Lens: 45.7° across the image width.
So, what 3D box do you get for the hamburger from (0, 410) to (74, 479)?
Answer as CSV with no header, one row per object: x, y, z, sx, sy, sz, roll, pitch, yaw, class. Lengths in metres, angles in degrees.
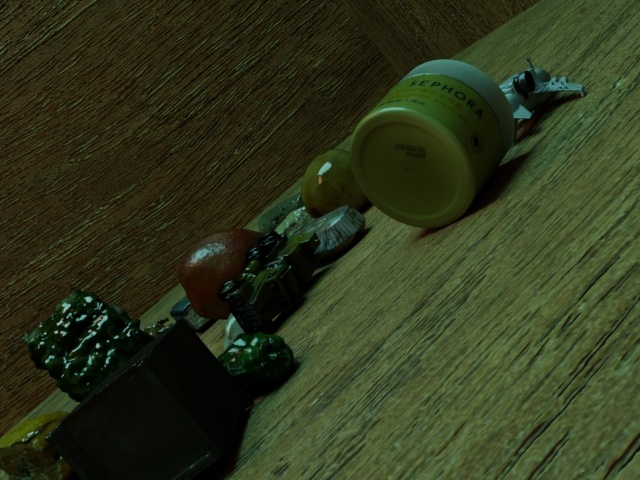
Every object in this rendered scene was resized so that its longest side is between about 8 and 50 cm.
-0.558,0.432,1.569,0.283,0.144,0.156,-25,9,43,hamburger

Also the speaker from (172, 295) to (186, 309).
-0.411,0.208,2.328,0.075,0.060,0.094,-44,10,-21,speaker

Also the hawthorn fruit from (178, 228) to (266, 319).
-0.187,0.063,1.729,0.262,0.210,0.210,-28,12,15,hawthorn fruit

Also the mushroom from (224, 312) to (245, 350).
-0.145,0.147,1.555,0.084,0.071,0.209,-39,11,40,mushroom

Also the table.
-0.216,0.241,1.016,0.169,0.172,0.193,-39,5,9,table

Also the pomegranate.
0.047,-0.137,1.864,0.196,0.196,0.196,-38,9,7,pomegranate

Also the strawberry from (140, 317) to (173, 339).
-0.435,0.278,2.080,0.167,0.087,0.208,-18,-14,8,strawberry

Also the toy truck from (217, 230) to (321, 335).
-0.087,0.081,1.476,0.127,0.127,0.257,-15,22,33,toy truck

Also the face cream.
0.180,-0.155,1.228,0.218,0.218,0.179,-29,14,48,face cream

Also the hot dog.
0.000,0.000,1.662,0.144,0.075,0.268,-49,15,-26,hot dog

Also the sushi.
-0.401,0.236,1.419,0.178,0.294,0.352,-47,13,-22,sushi

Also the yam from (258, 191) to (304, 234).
-0.088,-0.067,2.243,0.194,0.107,0.107,-30,13,41,yam

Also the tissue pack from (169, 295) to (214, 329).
-0.303,0.161,2.064,0.185,0.081,0.257,-42,8,-19,tissue pack

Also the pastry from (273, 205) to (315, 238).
-0.098,0.003,1.986,0.121,0.089,0.258,-22,18,49,pastry

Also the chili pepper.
-0.130,0.200,1.179,0.253,0.083,0.099,-36,12,47,chili pepper

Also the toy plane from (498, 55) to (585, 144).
0.372,-0.270,1.402,0.251,0.101,0.255,-14,23,42,toy plane
